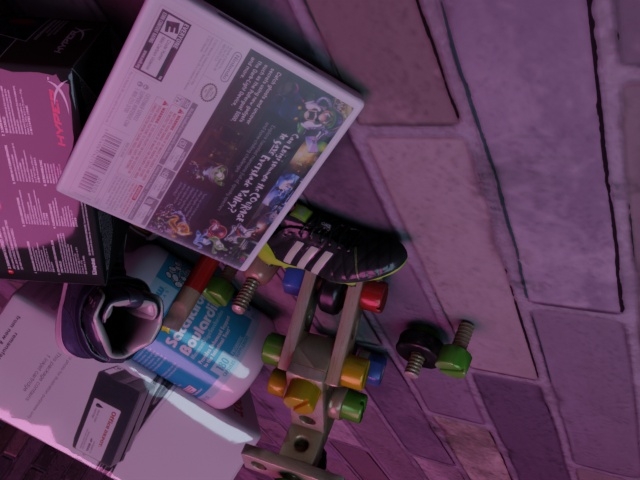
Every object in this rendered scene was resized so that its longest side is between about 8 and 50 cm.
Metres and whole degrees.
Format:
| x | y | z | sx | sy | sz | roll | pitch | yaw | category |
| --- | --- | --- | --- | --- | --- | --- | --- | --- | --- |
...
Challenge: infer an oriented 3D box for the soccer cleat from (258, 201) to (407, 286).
| x | y | z | sx | sy | sz | roll | pitch | yaw | category |
| --- | --- | --- | --- | --- | --- | --- | --- | --- | --- |
| 0.000 | 0.000 | 0.669 | 0.178 | 0.060 | 0.072 | 7 | 132 | 32 | soccer cleat |

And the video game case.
| x | y | z | sx | sy | sz | roll | pitch | yaw | category |
| --- | --- | --- | --- | --- | --- | --- | --- | --- | --- |
| -0.088 | -0.076 | 0.523 | 0.173 | 0.022 | 0.190 | 26 | 120 | -22 | video game case |

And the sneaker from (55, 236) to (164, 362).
| x | y | z | sx | sy | sz | roll | pitch | yaw | category |
| --- | --- | --- | --- | --- | --- | --- | --- | --- | --- |
| -0.232 | 0.023 | 0.736 | 0.086 | 0.226 | 0.163 | 2 | 177 | -36 | sneaker |

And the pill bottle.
| x | y | z | sx | sy | sz | roll | pitch | yaw | category |
| --- | --- | --- | --- | --- | --- | --- | --- | --- | --- |
| -0.203 | 0.103 | 0.900 | 0.264 | 0.146 | 0.146 | 34 | 150 | -14 | pill bottle |

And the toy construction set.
| x | y | z | sx | sy | sz | roll | pitch | yaw | category |
| --- | --- | --- | --- | --- | --- | --- | --- | --- | --- |
| -0.040 | 0.156 | 0.760 | 0.308 | 0.237 | 0.257 | 31 | 151 | -5 | toy construction set |

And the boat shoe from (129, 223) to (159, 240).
| x | y | z | sx | sy | sz | roll | pitch | yaw | category |
| --- | --- | --- | --- | --- | --- | --- | --- | --- | --- |
| -0.249 | -0.091 | 0.704 | 0.233 | 0.079 | 0.084 | 37 | 151 | -15 | boat shoe |

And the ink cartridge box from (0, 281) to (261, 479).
| x | y | z | sx | sy | sz | roll | pitch | yaw | category |
| --- | --- | --- | --- | --- | --- | --- | --- | --- | --- |
| -0.304 | 0.217 | 1.033 | 0.394 | 0.166 | 0.285 | 35 | -179 | -14 | ink cartridge box |

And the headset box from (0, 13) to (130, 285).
| x | y | z | sx | sy | sz | roll | pitch | yaw | category |
| --- | --- | --- | --- | --- | --- | --- | --- | --- | --- |
| -0.334 | -0.082 | 0.590 | 0.293 | 0.110 | 0.218 | 3 | 127 | -2 | headset box |
